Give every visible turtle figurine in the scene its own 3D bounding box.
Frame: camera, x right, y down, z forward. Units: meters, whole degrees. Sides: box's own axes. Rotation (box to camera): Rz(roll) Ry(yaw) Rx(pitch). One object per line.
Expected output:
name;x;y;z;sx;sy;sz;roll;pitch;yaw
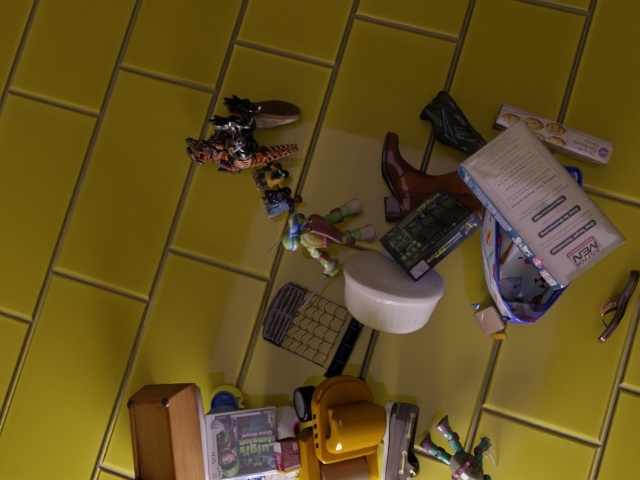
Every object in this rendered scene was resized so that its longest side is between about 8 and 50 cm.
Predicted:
turtle figurine;0.000;0.000;1.720;0.266;0.274;0.198;-20;39;-23
turtle figurine;0.388;0.592;1.634;0.234;0.118;0.175;42;90;14

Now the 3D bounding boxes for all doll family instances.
doll family;-0.125;-0.151;1.784;0.111;0.076;0.193;-22;87;-1

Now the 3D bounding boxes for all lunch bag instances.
lunch bag;0.530;0.022;1.565;0.239;0.328;0.385;7;84;12

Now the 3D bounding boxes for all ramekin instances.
ramekin;0.186;0.138;1.628;0.273;0.273;0.127;14;113;8

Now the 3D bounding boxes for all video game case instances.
video game case;-0.205;0.538;1.620;0.190;0.022;0.173;-4;80;-13

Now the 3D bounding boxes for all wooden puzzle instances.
wooden puzzle;0.467;0.222;1.689;0.014;0.078;0.116;-22;87;-41

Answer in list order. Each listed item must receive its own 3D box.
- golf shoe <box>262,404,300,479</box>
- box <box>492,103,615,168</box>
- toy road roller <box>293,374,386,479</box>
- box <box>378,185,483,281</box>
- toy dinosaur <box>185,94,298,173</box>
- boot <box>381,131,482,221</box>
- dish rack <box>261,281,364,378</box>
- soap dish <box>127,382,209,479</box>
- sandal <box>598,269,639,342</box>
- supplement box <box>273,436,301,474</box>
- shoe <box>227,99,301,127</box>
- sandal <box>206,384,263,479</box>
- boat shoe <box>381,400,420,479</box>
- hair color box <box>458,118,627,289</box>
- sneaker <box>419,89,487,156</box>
golf shoe;-0.092;0.607;1.685;0.140;0.115;0.306;-5;85;3
box;0.648;-0.293;1.712;0.324;0.063;0.067;24;89;8
toy road roller;0.063;0.516;1.584;0.203;0.240;0.329;-4;88;-22
box;0.287;-0.022;1.616;0.233;0.183;0.059;-41;122;3
toy dinosaur;-0.232;-0.286;1.765;0.322;0.218;0.164;-8;40;-6
boot;0.315;-0.186;1.723;0.281;0.096;0.264;-5;84;5
dish rack;-0.027;0.246;1.730;0.272;0.074;0.208;25;87;8
soap dish;-0.421;0.544;1.679;0.229;0.118;0.290;-12;82;37
sandal;0.790;0.173;1.642;0.060;0.090;0.219;25;89;25
supplement box;-0.089;0.567;1.612;0.055;0.043;0.083;-1;80;-37
shoe;-0.165;-0.374;1.820;0.219;0.058;0.076;3;52;3
sandal;-0.246;0.566;1.693;0.126;0.138;0.317;-22;84;2
boat shoe;0.219;0.588;1.640;0.091;0.109;0.304;0;87;22
hair color box;0.484;-0.078;1.364;0.174;0.105;0.347;-37;78;3
sneaker;0.389;-0.296;1.736;0.106;0.101;0.267;-37;73;12
